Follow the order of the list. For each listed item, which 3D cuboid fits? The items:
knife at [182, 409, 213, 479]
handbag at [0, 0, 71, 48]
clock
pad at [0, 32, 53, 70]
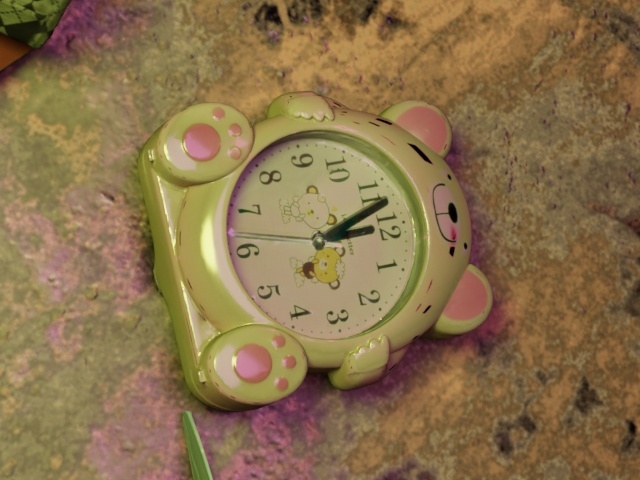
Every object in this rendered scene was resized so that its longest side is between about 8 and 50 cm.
[{"bbox_3d":[-0.084,0.312,1.350,0.044,0.080,0.331,-9,83,-18],"label":"knife"},{"bbox_3d":[-0.374,-0.388,1.300,0.416,0.180,0.316,24,56,-23],"label":"handbag"},{"bbox_3d":[0.000,0.000,1.426,0.309,0.114,0.284,-11,82,-23],"label":"clock"},{"bbox_3d":[-0.356,-0.200,1.325,0.181,0.004,0.267,47,42,-5],"label":"pad"}]
